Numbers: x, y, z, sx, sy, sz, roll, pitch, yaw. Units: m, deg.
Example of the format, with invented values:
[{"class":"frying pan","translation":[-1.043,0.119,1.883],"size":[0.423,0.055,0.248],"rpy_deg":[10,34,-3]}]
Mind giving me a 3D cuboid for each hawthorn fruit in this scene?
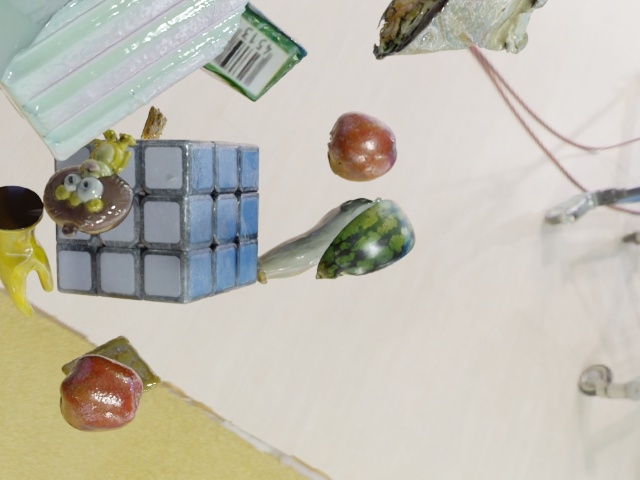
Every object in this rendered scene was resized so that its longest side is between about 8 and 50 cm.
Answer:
[{"class":"hawthorn fruit","translation":[-0.372,0.265,1.341],"size":[0.138,0.133,0.133],"rpy_deg":[21,65,5]},{"class":"hawthorn fruit","translation":[0.100,-0.224,1.879],"size":[0.173,0.173,0.173],"rpy_deg":[8,77,-34]}]

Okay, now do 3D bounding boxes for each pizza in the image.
[{"class":"pizza","translation":[-0.433,-0.296,2.046],"size":[0.041,0.131,0.178],"rpy_deg":[18,31,-2]}]

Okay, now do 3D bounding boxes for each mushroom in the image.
[{"class":"mushroom","translation":[0.001,0.001,1.750],"size":[0.351,0.109,0.097],"rpy_deg":[-29,127,-28]}]

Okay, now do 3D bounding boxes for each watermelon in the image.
[{"class":"watermelon","translation":[0.075,0.006,1.008],"size":[0.163,0.087,0.069],"rpy_deg":[-31,63,-30]}]

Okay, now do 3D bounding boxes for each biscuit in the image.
[{"class":"biscuit","translation":[-0.486,0.315,1.841],"size":[0.183,0.039,0.174],"rpy_deg":[38,47,26]}]

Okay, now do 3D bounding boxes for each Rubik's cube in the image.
[{"class":"Rubik's cube","translation":[-0.314,-0.051,1.549],"size":[0.301,0.303,0.305],"rpy_deg":[-11,102,-68]}]

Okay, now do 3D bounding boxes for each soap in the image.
[{"class":"soap","translation":[-0.161,-0.189,0.634],"size":[0.230,0.145,0.091],"rpy_deg":[-38,66,-13]}]

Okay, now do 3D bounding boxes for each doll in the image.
[{"class":"doll","translation":[-0.369,-0.094,1.250],"size":[0.145,0.096,0.188],"rpy_deg":[-5,69,1]}]

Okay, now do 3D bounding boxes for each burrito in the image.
[{"class":"burrito","translation":[0.250,-0.400,1.329],"size":[0.347,0.107,0.175],"rpy_deg":[-10,125,-28]}]

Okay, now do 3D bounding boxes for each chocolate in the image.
[{"class":"chocolate","translation":[-0.258,-0.443,1.518],"size":[0.360,0.341,0.161],"rpy_deg":[28,96,-50]}]

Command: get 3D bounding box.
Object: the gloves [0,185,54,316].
[{"class":"gloves","translation":[-0.614,0.034,1.577],"size":[0.116,0.294,0.133],"rpy_deg":[-15,54,-28]}]
